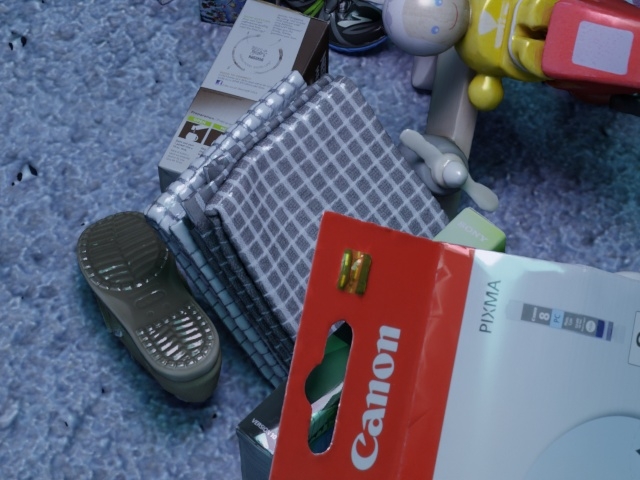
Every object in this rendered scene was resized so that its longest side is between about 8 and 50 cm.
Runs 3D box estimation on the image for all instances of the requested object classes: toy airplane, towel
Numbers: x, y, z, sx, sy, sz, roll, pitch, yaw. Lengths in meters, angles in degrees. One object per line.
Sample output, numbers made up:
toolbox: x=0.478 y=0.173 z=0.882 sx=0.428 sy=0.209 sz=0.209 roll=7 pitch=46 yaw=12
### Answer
toy airplane: x=0.159 y=-0.234 z=1.894 sx=0.272 sy=0.384 sz=0.386 roll=2 pitch=59 yaw=-41
towel: x=0.000 y=0.000 z=1.809 sx=0.235 sy=0.284 sz=0.121 roll=-44 pitch=23 yaw=-23

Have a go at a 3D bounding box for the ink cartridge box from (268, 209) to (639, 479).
ink cartridge box: x=0.151 y=0.160 z=1.629 sx=0.385 sy=0.091 sz=0.308 roll=15 pitch=83 yaw=-32

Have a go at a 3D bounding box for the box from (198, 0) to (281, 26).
box: x=-0.093 y=-0.289 z=2.070 sx=0.094 sy=0.137 sz=0.027 roll=10 pitch=63 yaw=6

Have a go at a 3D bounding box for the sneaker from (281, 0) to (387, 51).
sneaker: x=0.002 y=-0.281 z=2.102 sx=0.188 sy=0.078 sz=0.067 roll=35 pitch=63 yaw=19

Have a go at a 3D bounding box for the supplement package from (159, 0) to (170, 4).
supplement package: x=-0.164 y=-0.428 z=2.153 sx=0.194 sy=0.149 sz=0.203 roll=-30 pitch=63 yaw=-19

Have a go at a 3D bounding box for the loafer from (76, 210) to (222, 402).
loafer: x=-0.176 y=0.071 z=1.864 sx=0.102 sy=0.092 sz=0.268 roll=-19 pitch=43 yaw=-12

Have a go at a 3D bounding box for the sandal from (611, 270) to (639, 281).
sandal: x=0.173 y=0.150 z=1.786 sx=0.416 sy=0.169 sz=0.102 roll=-34 pitch=42 yaw=-22

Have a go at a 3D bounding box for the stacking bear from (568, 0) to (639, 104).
stacking bear: x=0.319 y=-0.315 z=2.056 sx=0.164 sy=0.175 sz=0.289 roll=-20 pitch=66 yaw=17

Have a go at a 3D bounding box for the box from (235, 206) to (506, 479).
box: x=0.052 y=0.142 z=1.732 sx=0.058 sy=0.232 sz=0.322 roll=35 pitch=63 yaw=22

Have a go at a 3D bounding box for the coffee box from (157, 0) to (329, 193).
coffee box: x=-0.078 y=-0.119 z=1.957 sx=0.098 sy=0.141 sz=0.246 roll=18 pitch=59 yaw=11
